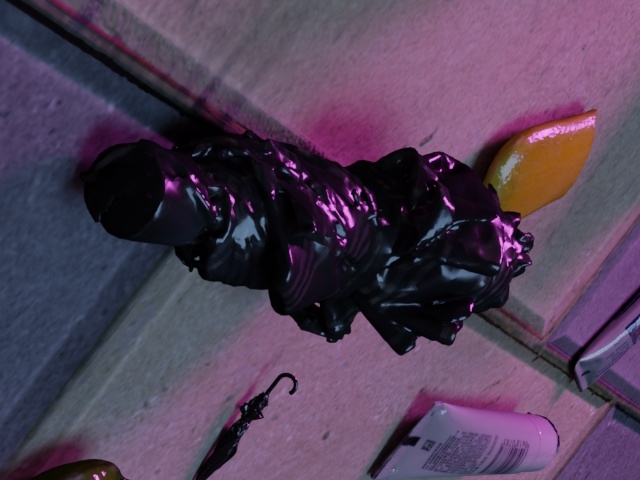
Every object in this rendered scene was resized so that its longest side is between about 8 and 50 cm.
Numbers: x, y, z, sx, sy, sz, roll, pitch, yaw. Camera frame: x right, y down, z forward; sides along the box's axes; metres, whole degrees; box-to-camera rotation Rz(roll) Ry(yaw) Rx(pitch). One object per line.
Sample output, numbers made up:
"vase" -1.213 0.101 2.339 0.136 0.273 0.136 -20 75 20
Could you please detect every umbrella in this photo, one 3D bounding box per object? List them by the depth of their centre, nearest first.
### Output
"umbrella" 0.011 0.000 0.968 0.336 0.154 0.128 15 71 -63
"umbrella" -0.060 0.135 1.172 0.122 0.022 0.013 -47 -179 15

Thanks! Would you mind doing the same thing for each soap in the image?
"soap" 0.175 -0.060 1.276 0.168 0.033 0.089 -25 146 -43

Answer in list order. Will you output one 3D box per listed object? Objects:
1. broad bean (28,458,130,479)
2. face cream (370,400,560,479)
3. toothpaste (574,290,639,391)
"broad bean" -0.234 0.219 0.955 0.318 0.056 0.098 -30 147 -34
"face cream" 0.138 0.185 1.513 0.092 0.058 0.244 -53 149 17
"toothpaste" 0.340 0.062 1.698 0.233 0.038 0.060 -44 149 -9
